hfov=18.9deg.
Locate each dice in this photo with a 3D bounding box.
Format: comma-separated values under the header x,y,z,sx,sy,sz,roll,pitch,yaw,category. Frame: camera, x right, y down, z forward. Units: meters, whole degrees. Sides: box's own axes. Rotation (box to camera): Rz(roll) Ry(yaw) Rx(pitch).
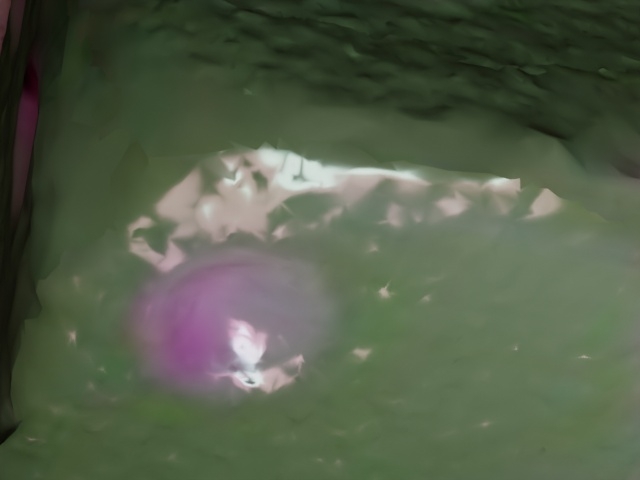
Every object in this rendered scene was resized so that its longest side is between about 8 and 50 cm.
x,y,z,sx,sy,sz,roll,pitch,yaw,category
0.000,0.000,0.931,0.318,0.322,0.330,7,124,-14,dice
